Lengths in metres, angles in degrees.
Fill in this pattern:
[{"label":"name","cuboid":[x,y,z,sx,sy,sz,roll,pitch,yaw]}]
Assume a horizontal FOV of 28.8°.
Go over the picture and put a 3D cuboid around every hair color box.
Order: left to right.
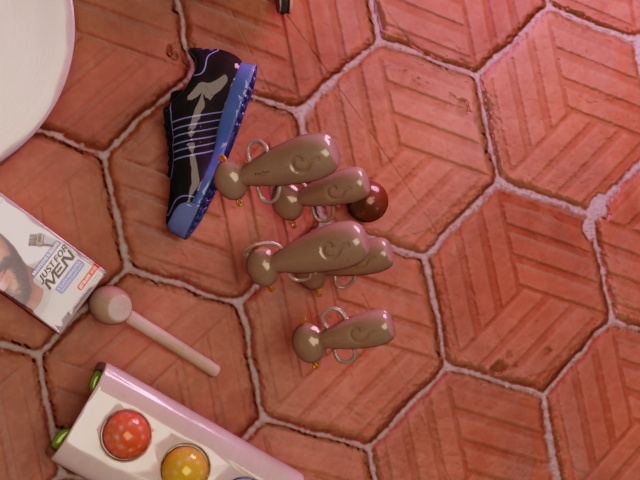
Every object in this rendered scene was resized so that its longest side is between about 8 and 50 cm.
[{"label":"hair color box","cuboid":[-0.344,0.024,1.449,0.167,0.053,0.093,37,78,-12]}]

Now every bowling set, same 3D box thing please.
[{"label":"bowling set","cuboid":[0.000,0.000,1.533,0.154,0.200,0.287,-15,97,19]}]

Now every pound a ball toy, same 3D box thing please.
[{"label":"pound a ball toy","cuboid":[-0.167,0.215,1.453,0.319,0.136,0.208,33,78,-14]}]

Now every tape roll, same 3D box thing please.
[{"label":"tape roll","cuboid":[-0.477,-0.246,1.411,0.392,0.072,0.392,1,88,-18]}]

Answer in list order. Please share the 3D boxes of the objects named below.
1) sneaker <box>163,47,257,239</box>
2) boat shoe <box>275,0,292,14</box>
[{"label":"sneaker","cuboid":[-0.155,-0.121,1.511,0.090,0.081,0.232,20,84,3]},{"label":"boat shoe","cuboid":[-0.065,-0.347,1.561,0.043,0.049,0.137,-13,89,-15]}]
